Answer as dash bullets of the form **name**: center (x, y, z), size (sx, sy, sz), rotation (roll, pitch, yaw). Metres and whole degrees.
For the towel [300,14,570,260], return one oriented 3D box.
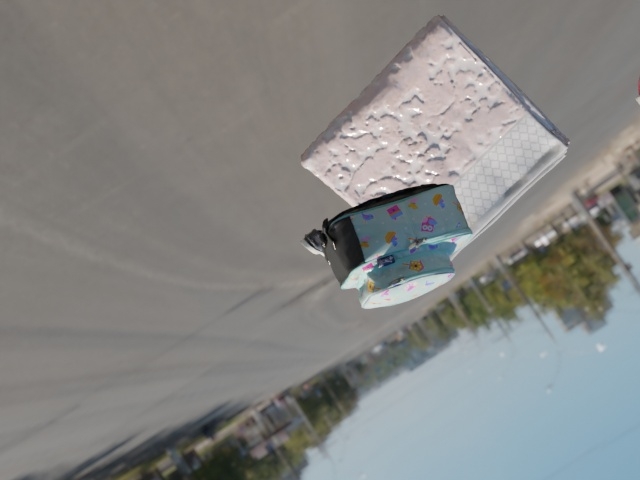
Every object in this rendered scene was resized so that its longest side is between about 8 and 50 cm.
- **towel**: center (0.188, -0.146, 1.910), size (0.332, 0.317, 0.053), rotation (-45, -166, 16)

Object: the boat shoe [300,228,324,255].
- **boat shoe**: center (0.000, 0.000, 2.067), size (0.038, 0.046, 0.125), rotation (-48, 163, 8)

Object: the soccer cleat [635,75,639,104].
- **soccer cleat**: center (0.426, -0.118, 1.145), size (0.095, 0.248, 0.083), rotation (-21, 135, -40)

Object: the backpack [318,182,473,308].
- **backpack**: center (0.110, 0.005, 1.563), size (0.188, 0.144, 0.166), rotation (-26, 169, -9)
